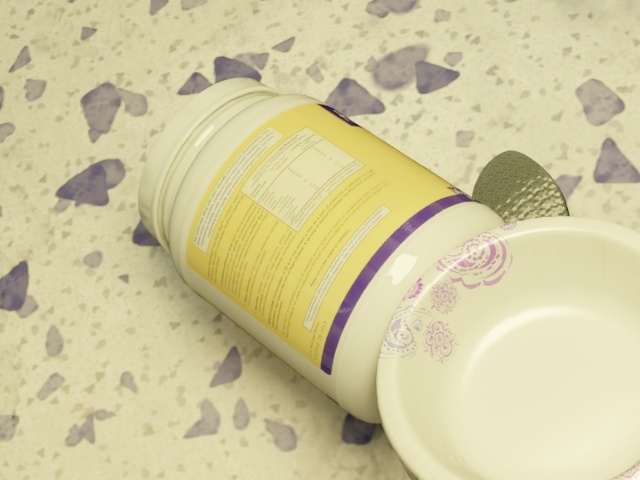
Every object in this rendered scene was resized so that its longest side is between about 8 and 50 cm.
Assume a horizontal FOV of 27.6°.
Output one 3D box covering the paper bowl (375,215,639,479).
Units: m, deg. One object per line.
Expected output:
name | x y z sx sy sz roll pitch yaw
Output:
paper bowl | 0.199 0.132 1.101 0.284 0.148 0.284 -10 54 14

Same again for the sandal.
sandal | 0.237 0.023 1.351 0.097 0.054 0.254 -31 68 7

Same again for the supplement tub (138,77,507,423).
supplement tub | 0.000 0.000 1.316 0.331 0.241 0.241 36 77 28
